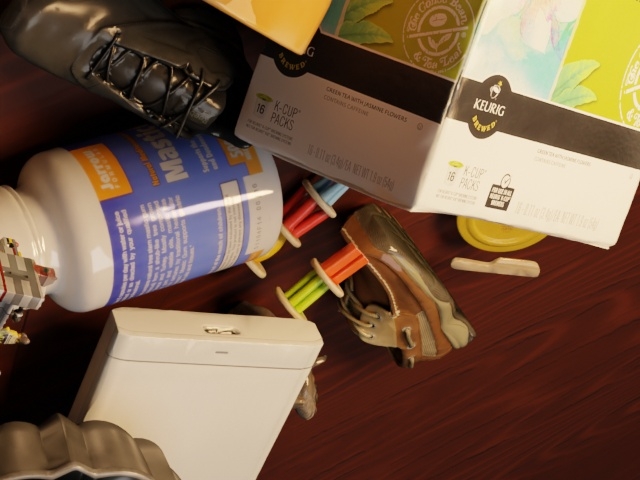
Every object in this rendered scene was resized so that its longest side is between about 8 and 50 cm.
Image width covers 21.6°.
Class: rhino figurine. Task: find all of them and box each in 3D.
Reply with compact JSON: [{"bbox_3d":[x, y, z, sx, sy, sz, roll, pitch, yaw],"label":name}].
[{"bbox_3d":[-0.048,0.145,1.929,0.073,0.106,0.243,-13,155,20],"label":"rhino figurine"}]

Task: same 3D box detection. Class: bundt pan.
[{"bbox_3d":[-0.277,0.300,1.694,0.331,0.124,0.331,-9,132,-10],"label":"bundt pan"}]

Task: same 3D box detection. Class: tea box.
[{"bbox_3d":[0.149,-0.189,1.481,0.329,0.220,0.323,7,103,-51],"label":"tea box"}]

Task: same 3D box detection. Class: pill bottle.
[{"bbox_3d":[-0.184,-0.023,1.533,0.272,0.152,0.152,-17,143,-29],"label":"pill bottle"}]

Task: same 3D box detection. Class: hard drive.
[{"bbox_3d":[-0.166,0.222,1.792,0.233,0.047,0.353,5,128,-29],"label":"hard drive"}]

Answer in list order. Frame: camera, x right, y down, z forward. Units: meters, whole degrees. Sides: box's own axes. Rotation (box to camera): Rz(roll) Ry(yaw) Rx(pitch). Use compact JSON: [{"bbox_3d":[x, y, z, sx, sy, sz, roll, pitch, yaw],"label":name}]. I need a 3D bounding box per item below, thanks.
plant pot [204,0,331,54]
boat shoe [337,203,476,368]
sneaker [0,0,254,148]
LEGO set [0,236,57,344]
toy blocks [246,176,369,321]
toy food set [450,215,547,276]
[{"bbox_3d":[-0.057,-0.277,1.314,0.205,0.205,0.188,22,100,-54],"label":"plant pot"},{"bbox_3d":[0.085,0.072,1.944,0.120,0.122,0.324,-35,147,3],"label":"boat shoe"},{"bbox_3d":[-0.144,-0.153,1.429,0.286,0.130,0.109,10,127,-48],"label":"sneaker"},{"bbox_3d":[-0.352,0.054,1.379,0.192,0.255,0.331,15,116,-32],"label":"LEGO set"},{"bbox_3d":[0.000,0.000,1.781,0.148,0.123,0.054,-40,-170,6],"label":"toy blocks"},{"bbox_3d":[0.217,-0.057,1.963,0.128,0.071,0.218,1,135,-11],"label":"toy food set"}]
